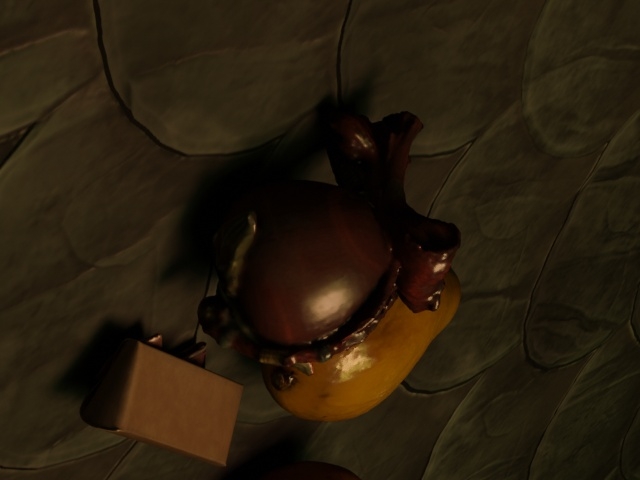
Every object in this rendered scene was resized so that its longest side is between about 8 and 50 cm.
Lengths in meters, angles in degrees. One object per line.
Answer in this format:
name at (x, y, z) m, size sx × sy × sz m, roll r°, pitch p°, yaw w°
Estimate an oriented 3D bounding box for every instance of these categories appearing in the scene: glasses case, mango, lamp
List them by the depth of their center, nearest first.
lamp at (-0.004, 0.007, 1.466) m, size 0.223 × 0.215 × 0.151 m, roll -10°, pitch 151°, yaw -21°
glasses case at (-0.142, 0.126, 1.502) m, size 0.193 × 0.070 × 0.102 m, roll 31°, pitch 69°, yaw -60°
mango at (0.046, 0.084, 1.673) m, size 0.317 × 0.119 × 0.176 m, roll -20°, pitch 137°, yaw -58°

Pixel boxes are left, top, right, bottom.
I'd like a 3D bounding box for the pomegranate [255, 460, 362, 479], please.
pomegranate at (-0.013, 0.325, 1.769) m, size 0.209 × 0.209 × 0.209 m, roll -36°, pitch 149°, yaw -27°
